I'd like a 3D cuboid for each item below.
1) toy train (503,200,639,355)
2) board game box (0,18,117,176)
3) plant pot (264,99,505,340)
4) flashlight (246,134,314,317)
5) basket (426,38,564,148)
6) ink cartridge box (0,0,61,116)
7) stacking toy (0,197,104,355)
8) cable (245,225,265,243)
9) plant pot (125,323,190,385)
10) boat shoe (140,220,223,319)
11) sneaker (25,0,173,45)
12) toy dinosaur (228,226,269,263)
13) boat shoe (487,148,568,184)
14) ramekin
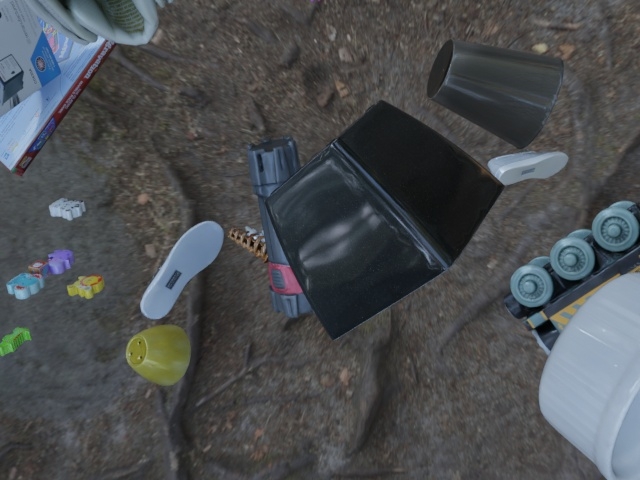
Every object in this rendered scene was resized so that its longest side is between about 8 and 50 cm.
[{"bbox_3d":[0.485,0.069,1.506,0.334,0.142,0.190,-39,79,26],"label":"toy train"},{"bbox_3d":[-0.423,-0.251,1.320,0.145,0.027,0.281,39,94,25],"label":"board game box"},{"bbox_3d":[0.056,-0.037,0.932,0.167,0.187,0.188,49,130,-6],"label":"plant pot"},{"bbox_3d":[-0.054,-0.024,1.467,0.103,0.103,0.304,-9,111,-5],"label":"flashlight"},{"bbox_3d":[0.345,-0.312,1.763,0.226,0.154,0.204,16,120,-11],"label":"basket"},{"bbox_3d":[-0.471,-0.246,1.188,0.082,0.191,0.140,9,133,29],"label":"ink cartridge box"},{"bbox_3d":[-0.430,0.053,1.343,0.052,0.221,0.167,10,123,24],"label":"stacking toy"},{"bbox_3d":[-0.006,0.036,1.805,0.257,0.257,0.089,31,93,-40],"label":"cable"},{"bbox_3d":[-0.359,0.241,1.852,0.134,0.095,0.134,-11,72,35],"label":"plant pot"},{"bbox_3d":[-0.277,0.054,1.710,0.080,0.076,0.229,34,89,-20],"label":"boat shoe"},{"bbox_3d":[-0.163,-0.209,0.633,0.108,0.292,0.169,-24,87,10],"label":"sneaker"},{"bbox_3d":[0.000,0.000,1.598,0.321,0.164,0.218,16,63,-13],"label":"toy dinosaur"},{"bbox_3d":[0.437,-0.164,1.826,0.184,0.066,0.063,-17,51,-18],"label":"boat shoe"},{"bbox_3d":[0.423,0.178,1.167,0.135,0.277,0.277,36,97,41],"label":"ramekin"}]
